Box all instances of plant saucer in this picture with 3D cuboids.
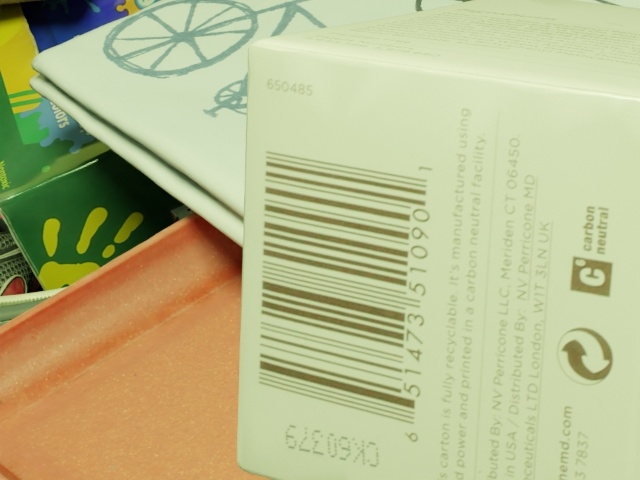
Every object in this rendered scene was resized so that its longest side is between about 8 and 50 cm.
[{"bbox_3d":[-0.020,0.065,0.790,0.258,0.047,0.259,-32,36,-28],"label":"plant saucer"}]

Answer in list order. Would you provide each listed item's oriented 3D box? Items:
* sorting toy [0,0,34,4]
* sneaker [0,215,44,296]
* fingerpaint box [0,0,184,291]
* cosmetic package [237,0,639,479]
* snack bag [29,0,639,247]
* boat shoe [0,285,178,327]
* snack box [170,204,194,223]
[{"bbox_3d":[-0.189,-0.226,1.231,0.307,0.041,0.229,-2,43,19],"label":"sorting toy"},{"bbox_3d":[-0.243,0.065,1.136,0.121,0.112,0.299,-22,15,10],"label":"sneaker"},{"bbox_3d":[-0.065,-0.163,1.248,0.371,0.163,0.445,-24,37,-2],"label":"fingerpaint box"},{"bbox_3d":[0.084,0.003,0.609,0.151,0.151,0.184,12,18,32],"label":"cosmetic package"},{"bbox_3d":[0.055,-0.107,0.952,0.343,0.037,0.323,-29,37,-23],"label":"snack bag"},{"bbox_3d":[-0.181,0.093,0.938,0.320,0.116,0.099,-17,15,3],"label":"boat shoe"},{"bbox_3d":[0.000,0.000,0.998,0.141,0.100,0.037,-25,15,-5],"label":"snack box"}]
